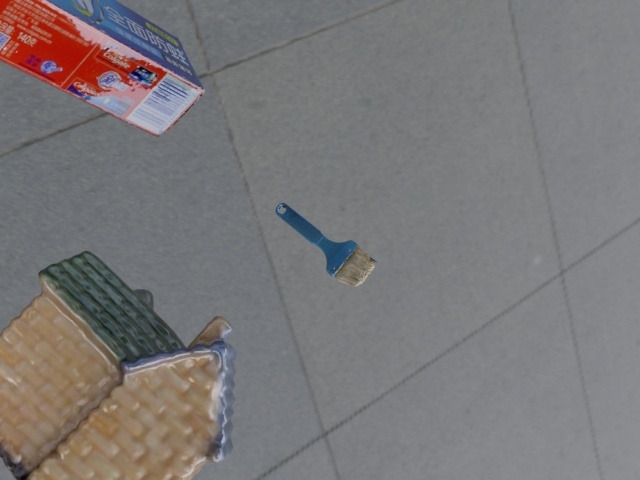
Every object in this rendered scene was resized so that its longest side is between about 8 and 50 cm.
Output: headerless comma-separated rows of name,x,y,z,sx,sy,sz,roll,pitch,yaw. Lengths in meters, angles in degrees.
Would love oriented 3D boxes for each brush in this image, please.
brush,0.000,0.000,1.164,0.051,0.164,0.014,-50,150,-1

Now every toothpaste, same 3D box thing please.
toothpaste,-0.225,-0.175,0.685,0.066,0.076,0.320,-42,143,18

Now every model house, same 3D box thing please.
model house,-0.144,0.107,0.684,0.183,0.166,0.172,40,85,4
